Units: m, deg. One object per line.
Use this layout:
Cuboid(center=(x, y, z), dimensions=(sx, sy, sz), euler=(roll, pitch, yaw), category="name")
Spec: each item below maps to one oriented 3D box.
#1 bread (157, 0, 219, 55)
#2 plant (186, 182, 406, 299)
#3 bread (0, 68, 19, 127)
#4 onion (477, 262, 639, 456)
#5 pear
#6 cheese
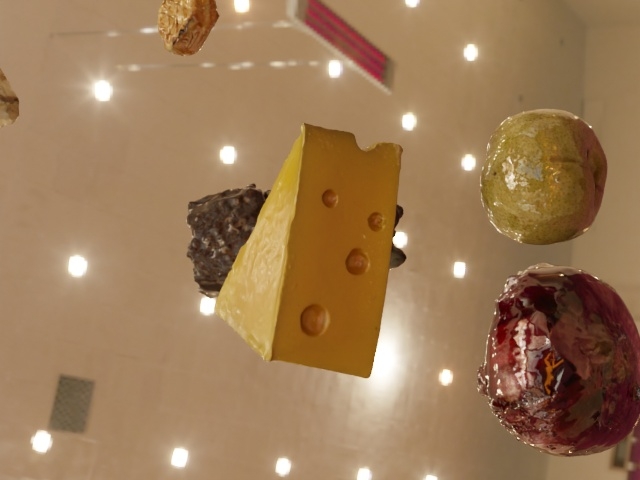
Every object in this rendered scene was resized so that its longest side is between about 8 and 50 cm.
Cuboid(center=(-0.172, -0.289, 1.453), dimensions=(0.044, 0.110, 0.083), euler=(-9, -112, -36), category="bread")
Cuboid(center=(-0.029, 0.001, 1.442), dimensions=(0.146, 0.274, 0.149), euler=(84, -178, -78), category="plant")
Cuboid(center=(-0.475, -0.169, 1.229), dimensions=(0.211, 0.224, 0.183), euler=(-43, -8, 6), category="bread")
Cuboid(center=(0.288, 0.157, 1.423), dimensions=(0.252, 0.219, 0.252), euler=(27, -126, -45), category="onion")
Cuboid(center=(0.255, -0.071, 1.311), dimensions=(0.167, 0.136, 0.167), euler=(5, -90, -66), category="pear")
Cuboid(center=(0.000, 0.000, 0.861), dimensions=(0.093, 0.126, 0.171), euler=(11, -78, -25), category="cheese")
